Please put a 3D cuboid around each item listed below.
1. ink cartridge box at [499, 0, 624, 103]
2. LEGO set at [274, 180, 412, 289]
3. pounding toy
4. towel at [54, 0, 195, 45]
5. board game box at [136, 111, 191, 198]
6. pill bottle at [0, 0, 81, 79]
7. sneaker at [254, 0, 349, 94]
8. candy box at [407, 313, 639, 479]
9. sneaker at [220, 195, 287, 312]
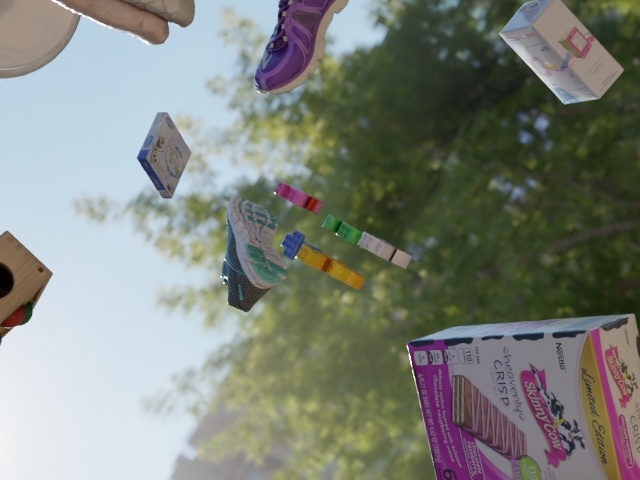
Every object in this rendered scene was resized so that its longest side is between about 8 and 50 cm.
[{"bbox_3d":[0.278,-0.220,1.829,0.052,0.122,0.088,-48,14,-13],"label":"ink cartridge box"},{"bbox_3d":[0.000,0.000,2.090,0.093,0.227,0.087,23,-84,-49],"label":"LEGO set"},{"bbox_3d":[-0.428,0.093,1.928,0.206,0.094,0.181,-46,-1,-32],"label":"pounding toy"},{"bbox_3d":[-0.222,-0.325,1.099,0.053,0.331,0.317,-26,-27,26],"label":"towel"},{"bbox_3d":[-0.225,-0.123,2.274,0.090,0.020,0.090,62,-141,-44],"label":"board game box"},{"bbox_3d":[-0.401,-0.303,1.918,0.210,0.210,0.363,-58,18,-2],"label":"pill bottle"},{"bbox_3d":[-0.030,-0.229,1.633,0.071,0.068,0.170,40,-111,-47],"label":"sneaker"},{"bbox_3d":[0.198,0.157,1.473,0.071,0.233,0.159,-16,-86,-42],"label":"candy box"},{"bbox_3d":[-0.086,0.015,1.728,0.076,0.065,0.166,-55,23,25],"label":"sneaker"}]
